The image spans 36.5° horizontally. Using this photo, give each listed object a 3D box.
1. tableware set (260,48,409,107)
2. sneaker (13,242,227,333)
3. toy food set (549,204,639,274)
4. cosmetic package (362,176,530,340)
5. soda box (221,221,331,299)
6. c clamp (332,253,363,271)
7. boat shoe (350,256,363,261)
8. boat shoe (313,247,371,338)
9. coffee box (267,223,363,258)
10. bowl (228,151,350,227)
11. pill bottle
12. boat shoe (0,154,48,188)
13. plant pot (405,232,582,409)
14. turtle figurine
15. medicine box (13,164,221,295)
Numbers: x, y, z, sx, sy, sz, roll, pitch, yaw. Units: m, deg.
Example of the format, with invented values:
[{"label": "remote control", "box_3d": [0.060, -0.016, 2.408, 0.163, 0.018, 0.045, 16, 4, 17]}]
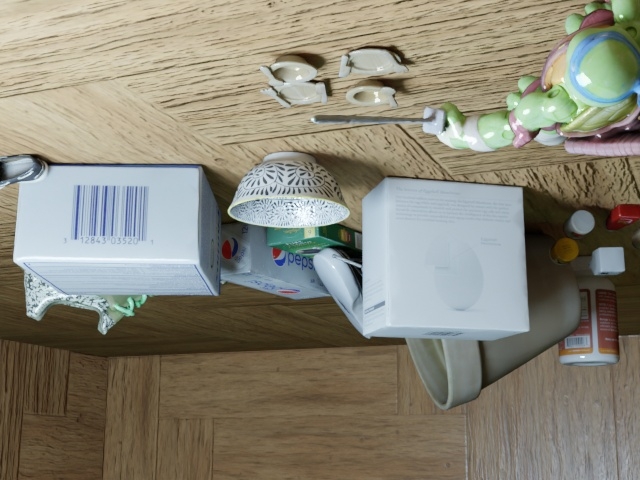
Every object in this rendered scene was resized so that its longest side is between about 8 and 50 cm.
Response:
[{"label": "tableware set", "box_3d": [0.013, -0.172, 1.053, 0.168, 0.020, 0.141, -1, 167, 9]}, {"label": "sneaker", "box_3d": [-0.380, 0.093, 1.860, 0.410, 0.182, 0.158, 2, 167, -10]}, {"label": "toy food set", "box_3d": [0.488, 0.006, 1.614, 0.232, 0.111, 0.104, -2, 167, -3]}, {"label": "cosmetic package", "box_3d": [0.187, 0.033, 1.486, 0.224, 0.225, 0.138, 4, 168, -14]}, {"label": "soda box", "box_3d": [-0.086, 0.041, 1.815, 0.091, 0.098, 0.286, -9, 165, 30]}, {"label": "c clamp", "box_3d": [0.114, 0.001, 1.575, 0.137, 0.161, 0.022, 29, 144, 7]}, {"label": "boat shoe", "box_3d": [0.062, 0.070, 1.957, 0.096, 0.088, 0.267, 3, 167, -11]}, {"label": "boat shoe", "box_3d": [0.076, 0.081, 1.809, 0.108, 0.102, 0.301, 42, 170, 35]}, {"label": "coffee box", "box_3d": [0.000, 0.000, 1.761, 0.113, 0.041, 0.184, -10, 164, 33]}, {"label": "bowl", "box_3d": [-0.043, -0.075, 1.345, 0.170, 0.080, 0.170, 0, 168, 0]}, {"label": "pill bottle", "box_3d": [0.548, 0.146, 1.992, 0.121, 0.216, 0.121, 1, 167, 0]}, {"label": "boat shoe", "box_3d": [-0.445, -0.094, 1.350, 0.125, 0.046, 0.038, -5, 166, 10]}, {"label": "plant pot", "box_3d": [0.304, 0.111, 1.762, 0.280, 0.323, 0.323, -16, 169, -8]}, {"label": "turtle figurine", "box_3d": [0.167, -0.167, 0.778, 0.274, 0.198, 0.266, 8, -175, 16]}, {"label": "medicine box", "box_3d": [-0.297, -0.007, 1.495, 0.263, 0.149, 0.289, 0, 168, 0]}]
